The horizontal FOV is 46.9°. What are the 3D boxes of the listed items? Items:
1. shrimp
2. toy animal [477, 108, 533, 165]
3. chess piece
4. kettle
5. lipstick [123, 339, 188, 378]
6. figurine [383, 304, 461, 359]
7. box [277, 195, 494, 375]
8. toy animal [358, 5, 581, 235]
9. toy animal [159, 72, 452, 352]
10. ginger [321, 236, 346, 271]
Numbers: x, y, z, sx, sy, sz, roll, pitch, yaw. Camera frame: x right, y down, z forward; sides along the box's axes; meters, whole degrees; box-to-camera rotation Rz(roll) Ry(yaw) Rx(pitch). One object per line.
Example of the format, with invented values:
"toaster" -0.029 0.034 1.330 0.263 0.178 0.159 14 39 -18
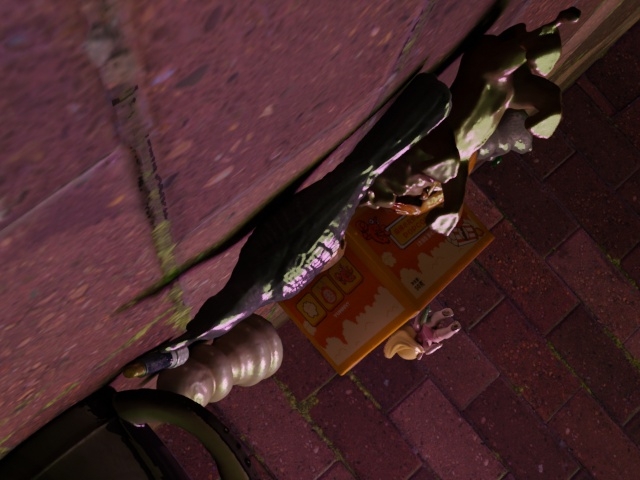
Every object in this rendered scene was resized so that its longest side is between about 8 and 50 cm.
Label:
"shrimp" 0.144 -0.093 1.085 0.248 0.068 0.150 -7 131 -45
"toy animal" 0.347 -0.224 1.551 0.236 0.138 0.108 -6 -166 -38
"chess piece" -0.185 0.228 1.308 0.133 0.133 0.243 -44 169 35
"kettle" -0.231 0.361 0.960 0.321 0.324 0.228 -40 174 -1
"lipstick" -0.221 0.163 0.988 0.037 0.037 0.116 -43 170 20
"figurine" 0.171 0.160 1.264 0.083 0.083 0.187 -37 179 -31
"box" 0.107 0.042 1.320 0.283 0.214 0.259 -37 170 -44
"toy animal" 0.146 -0.130 0.791 0.097 0.158 0.312 23 119 -35
"toy animal" -0.012 -0.011 0.780 0.367 0.081 0.206 -44 177 -5
"ginger" 0.006 0.000 1.044 0.096 0.067 0.165 -7 154 -38
